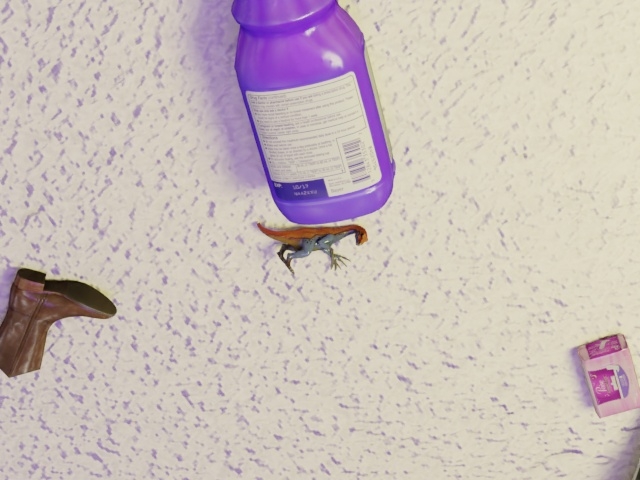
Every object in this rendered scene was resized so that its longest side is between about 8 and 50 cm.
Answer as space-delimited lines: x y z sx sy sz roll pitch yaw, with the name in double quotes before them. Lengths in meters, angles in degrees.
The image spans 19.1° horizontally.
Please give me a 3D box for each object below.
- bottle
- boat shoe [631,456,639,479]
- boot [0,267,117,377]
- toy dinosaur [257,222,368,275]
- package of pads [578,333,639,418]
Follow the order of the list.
"bottle" -0.015 -0.150 1.667 0.118 0.092 0.283 -10 123 10
"boat shoe" 0.381 0.255 1.943 0.121 0.119 0.335 11 122 -11
"boot" -0.261 0.091 1.838 0.106 0.037 0.114 21 116 -2
"toy dinosaur" 0.000 0.000 1.799 0.082 0.047 0.090 -36 109 -3
"package of pads" 0.292 0.138 1.912 0.050 0.032 0.083 -17 122 5
